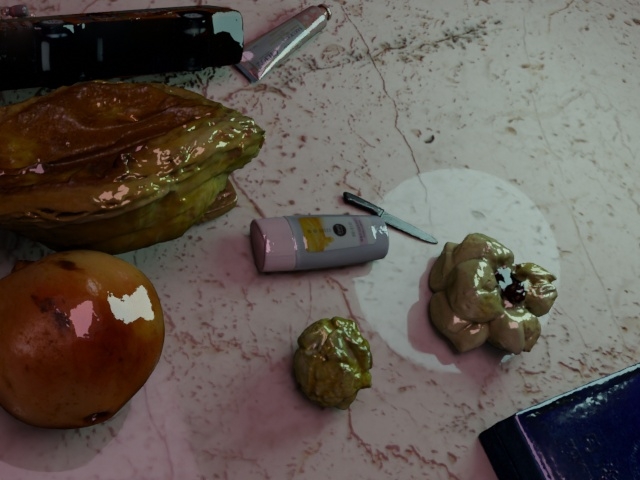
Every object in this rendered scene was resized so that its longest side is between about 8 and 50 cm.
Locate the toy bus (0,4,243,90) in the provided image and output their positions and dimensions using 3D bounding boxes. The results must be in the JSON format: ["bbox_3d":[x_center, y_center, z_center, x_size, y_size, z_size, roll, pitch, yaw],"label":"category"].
[{"bbox_3d":[-0.298,-0.277,1.186,0.409,0.093,0.092,-14,30,-35],"label":"toy bus"}]

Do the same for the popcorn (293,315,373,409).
[{"bbox_3d":[0.021,0.155,1.098,0.116,0.106,0.120,35,54,10],"label":"popcorn"}]

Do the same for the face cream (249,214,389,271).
[{"bbox_3d":[0.000,0.000,1.205,0.199,0.057,0.084,-4,63,-26],"label":"face cream"}]

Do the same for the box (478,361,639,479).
[{"bbox_3d":[0.404,0.331,1.161,0.279,0.116,0.261,-14,69,-27],"label":"box"}]

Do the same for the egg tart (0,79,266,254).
[{"bbox_3d":[-0.268,-0.089,1.038,0.340,0.153,0.351,19,39,30],"label":"egg tart"}]

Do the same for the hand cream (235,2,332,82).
[{"bbox_3d":[-0.060,-0.333,1.383,0.067,0.043,0.210,45,60,5],"label":"hand cream"}]

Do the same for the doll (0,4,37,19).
[{"bbox_3d":[-0.434,-0.300,1.174,0.127,0.084,0.073,5,58,-31],"label":"doll"}]

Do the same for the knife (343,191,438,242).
[{"bbox_3d":[0.109,-0.033,1.301,0.170,0.010,0.023,26,55,-10],"label":"knife"}]

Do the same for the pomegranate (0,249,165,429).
[{"bbox_3d":[-0.277,0.112,0.943,0.209,0.209,0.209,11,59,-18],"label":"pomegranate"}]

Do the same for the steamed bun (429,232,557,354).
[{"bbox_3d":[0.254,0.082,1.239,0.178,0.106,0.192,29,56,-4],"label":"steamed bun"}]

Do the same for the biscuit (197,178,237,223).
[{"bbox_3d":[-0.221,-0.091,1.178,0.221,0.029,0.141,24,56,-8],"label":"biscuit"}]
